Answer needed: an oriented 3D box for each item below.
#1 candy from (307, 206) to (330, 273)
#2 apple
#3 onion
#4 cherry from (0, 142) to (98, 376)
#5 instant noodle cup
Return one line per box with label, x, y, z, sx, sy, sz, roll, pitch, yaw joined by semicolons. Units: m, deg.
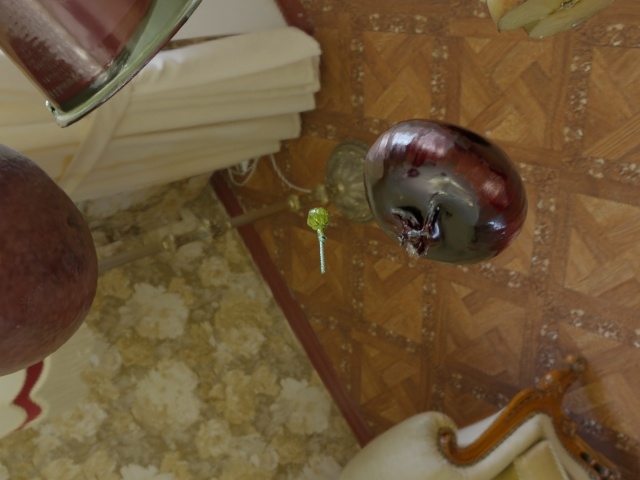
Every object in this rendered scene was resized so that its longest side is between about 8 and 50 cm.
candy;0.000;0.000;1.653;0.058;0.062;0.194;-21;49;21
apple;0.446;-0.519;1.318;0.251;0.292;0.163;-29;78;41
onion;0.178;-0.052;1.084;0.273;0.285;0.273;24;147;17
cherry;-0.349;0.020;0.677;0.261;0.221;0.307;48;-179;-25
instant noodle cup;-0.235;-0.252;0.649;0.234;0.235;0.178;-2;142;48
